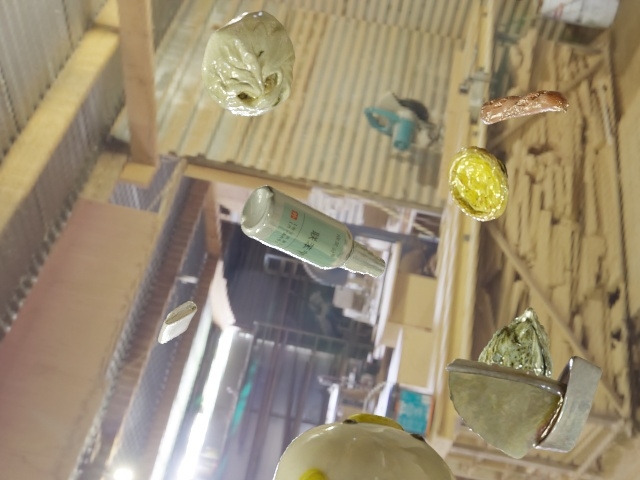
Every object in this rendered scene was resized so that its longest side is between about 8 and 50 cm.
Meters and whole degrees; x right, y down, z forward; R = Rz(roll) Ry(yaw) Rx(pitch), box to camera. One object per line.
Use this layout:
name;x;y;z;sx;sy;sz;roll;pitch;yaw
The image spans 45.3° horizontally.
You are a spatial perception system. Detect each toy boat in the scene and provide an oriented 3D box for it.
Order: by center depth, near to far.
toy boat;0.411;0.335;1.556;0.111;0.294;0.276;-71;-23;-54

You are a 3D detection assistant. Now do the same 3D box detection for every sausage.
sausage;0.330;-0.217;1.243;0.036;0.158;0.042;-28;-71;-40

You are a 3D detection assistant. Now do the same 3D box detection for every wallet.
wallet;-0.246;0.141;1.304;0.061;0.025;0.122;-36;-7;-27

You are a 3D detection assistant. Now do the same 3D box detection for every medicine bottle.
medicine bottle;0.000;0.000;1.606;0.110;0.352;0.110;-29;48;39

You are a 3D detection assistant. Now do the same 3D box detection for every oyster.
oyster;0.525;0.324;2.032;0.267;0.198;0.112;-49;-14;27

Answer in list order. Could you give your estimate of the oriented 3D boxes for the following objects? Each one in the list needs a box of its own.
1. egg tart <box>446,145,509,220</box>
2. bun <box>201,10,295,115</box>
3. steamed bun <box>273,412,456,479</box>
egg tart;0.392;-0.141;1.868;0.074;0.191;0.191;-24;-43;-40
bun;-0.137;-0.360;1.610;0.231;0.133;0.231;-24;-49;-31
steamed bun;0.091;0.508;1.486;0.334;0.374;0.334;-167;90;-83
